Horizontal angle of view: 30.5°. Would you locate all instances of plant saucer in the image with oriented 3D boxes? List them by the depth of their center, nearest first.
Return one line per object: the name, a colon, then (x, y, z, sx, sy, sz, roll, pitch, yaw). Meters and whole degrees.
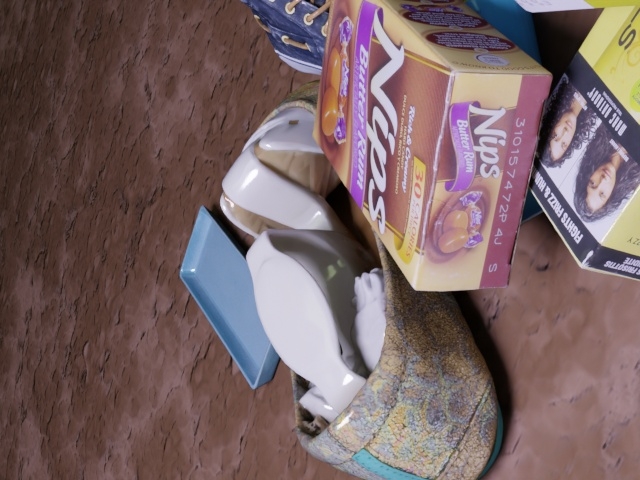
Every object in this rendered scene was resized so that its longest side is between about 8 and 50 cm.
plant saucer: (-0.067, 0.039, 0.905, 0.192, 0.018, 0.067, 46, 120, 56)

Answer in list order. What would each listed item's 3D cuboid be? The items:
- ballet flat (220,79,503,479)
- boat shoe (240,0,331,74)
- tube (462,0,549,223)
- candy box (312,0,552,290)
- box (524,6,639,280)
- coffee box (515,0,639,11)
ballet flat: (0.000, 0.000, 0.694, 0.123, 0.123, 0.348, -60, 34, 32)
boat shoe: (0.006, -0.144, 0.739, 0.065, 0.083, 0.183, -54, 32, -12)
tube: (0.092, -0.103, 0.641, 0.080, 0.052, 0.207, 138, 129, -60)
candy box: (0.047, -0.067, 0.596, 0.187, 0.053, 0.109, -122, 35, -58)
box: (0.170, -0.095, 0.476, 0.232, 0.058, 0.087, -60, 32, 30)
coffee box: (0.109, -0.282, 0.277, 0.334, 0.338, 0.338, 11, 78, 55)
